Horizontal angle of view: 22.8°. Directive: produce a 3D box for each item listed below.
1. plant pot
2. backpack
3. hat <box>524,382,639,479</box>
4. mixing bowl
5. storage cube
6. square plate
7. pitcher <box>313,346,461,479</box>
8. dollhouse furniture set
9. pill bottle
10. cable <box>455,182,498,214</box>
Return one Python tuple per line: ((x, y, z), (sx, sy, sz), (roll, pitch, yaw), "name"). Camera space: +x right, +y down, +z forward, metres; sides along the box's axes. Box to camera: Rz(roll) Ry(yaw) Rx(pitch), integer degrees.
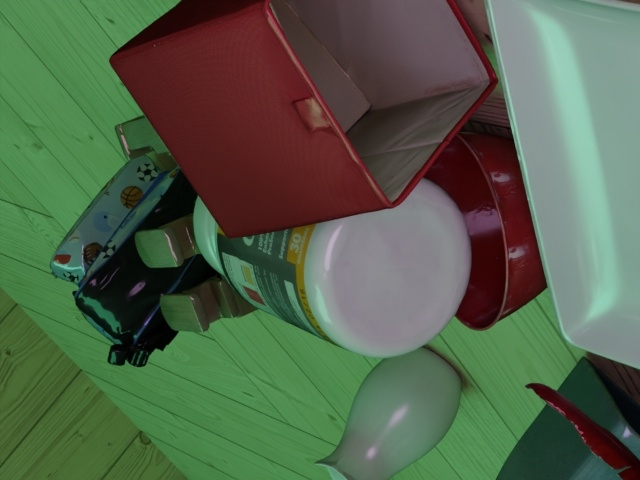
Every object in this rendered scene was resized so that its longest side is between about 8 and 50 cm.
((0.290, 0.315, 1.624), (0.248, 0.252, 0.247), (42, -171, -8), "plant pot")
((-0.218, 0.027, 2.051), (0.213, 0.276, 0.263), (41, 169, 10), "backpack")
((0.336, 0.201, 1.450), (0.173, 0.183, 0.208), (-33, 142, 29), "hat")
((0.163, -0.019, 1.398), (0.181, 0.098, 0.181), (167, 90, -72), "mixing bowl")
((-0.012, -0.134, 1.264), (0.193, 0.184, 0.215), (-10, 121, 45), "storage cube")
((0.289, -0.026, 1.148), (0.347, 0.049, 0.344), (18, 134, 45), "square plate")
((0.091, 0.249, 2.042), (0.125, 0.207, 0.178), (32, 161, 20), "pitcher")
((-0.112, -0.040, 1.763), (0.161, 0.212, 0.242), (-4, 108, 61), "dollhouse furniture set")
((0.000, 0.000, 1.433), (0.162, 0.162, 0.278), (49, 165, -28), "pill bottle")
((0.138, -0.026, 1.541), (0.184, 0.047, 0.150), (15, 151, 22), "cable")
